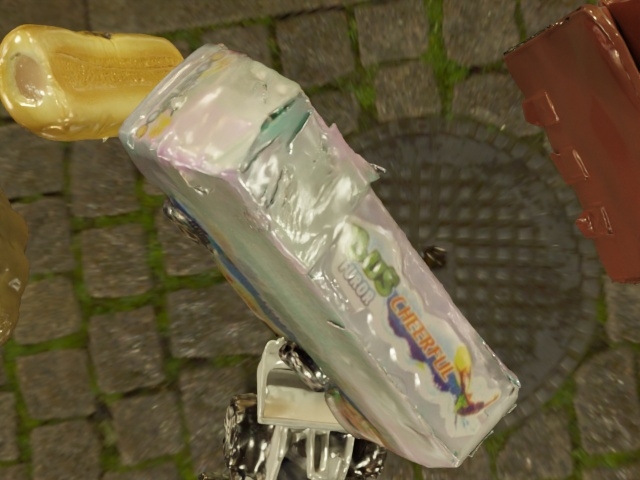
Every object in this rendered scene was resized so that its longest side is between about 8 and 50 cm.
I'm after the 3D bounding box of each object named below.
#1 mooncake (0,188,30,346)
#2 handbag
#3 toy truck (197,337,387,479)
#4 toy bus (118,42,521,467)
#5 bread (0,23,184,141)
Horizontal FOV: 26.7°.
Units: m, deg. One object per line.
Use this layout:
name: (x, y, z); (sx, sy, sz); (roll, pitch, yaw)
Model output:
mooncake: (-0.480, 0.020, 1.415); (0.324, 0.187, 0.324); (-6, 61, 11)
handbag: (0.271, -0.085, 1.180); (0.084, 0.275, 0.260); (-28, 90, -9)
toy truck: (-0.023, 0.201, 1.101); (0.136, 0.111, 0.286); (7, 134, -14)
toy bus: (0.007, 0.019, 0.883); (0.112, 0.138, 0.317); (-48, 124, -15)
bread: (-0.267, -0.184, 1.626); (0.091, 0.305, 0.142); (-23, 83, 29)
